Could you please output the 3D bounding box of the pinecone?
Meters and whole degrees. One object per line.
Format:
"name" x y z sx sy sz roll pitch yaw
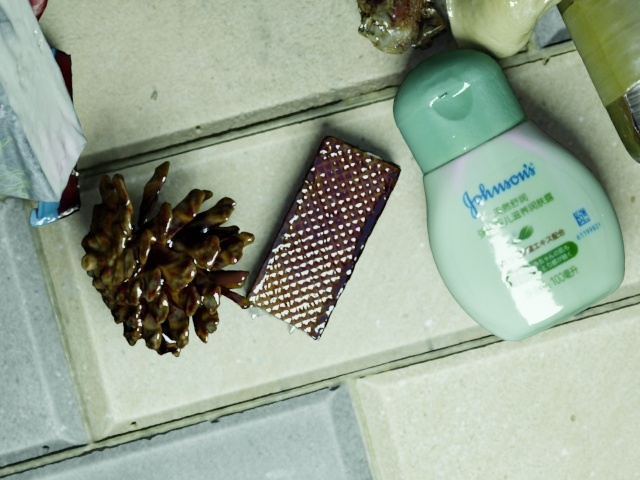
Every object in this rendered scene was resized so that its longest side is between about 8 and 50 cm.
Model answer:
"pinecone" -0.177 0.022 1.540 0.201 0.202 0.229 -2 105 -1

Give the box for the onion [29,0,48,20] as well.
"onion" -0.454 -0.312 1.502 0.273 0.285 0.273 1 112 2

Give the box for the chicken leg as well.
"chicken leg" 0.103 -0.324 1.612 0.125 0.080 0.196 6 82 -11

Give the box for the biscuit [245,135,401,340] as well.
"biscuit" 0.000 0.000 1.606 0.106 0.070 0.252 27 90 0

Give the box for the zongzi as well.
"zongzi" 0.467 -0.270 1.567 0.317 0.154 0.289 -26 91 6

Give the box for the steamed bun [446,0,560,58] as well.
"steamed bun" 0.207 -0.318 1.550 0.110 0.231 0.212 3 113 -20

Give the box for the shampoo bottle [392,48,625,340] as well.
"shampoo bottle" 0.212 -0.066 1.571 0.221 0.151 0.350 -28 90 7

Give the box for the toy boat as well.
"toy boat" -0.344 -0.129 1.582 0.097 0.100 0.223 -3 89 -10

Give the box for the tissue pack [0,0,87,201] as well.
"tissue pack" -0.486 -0.185 1.438 0.394 0.288 0.124 7 54 17
